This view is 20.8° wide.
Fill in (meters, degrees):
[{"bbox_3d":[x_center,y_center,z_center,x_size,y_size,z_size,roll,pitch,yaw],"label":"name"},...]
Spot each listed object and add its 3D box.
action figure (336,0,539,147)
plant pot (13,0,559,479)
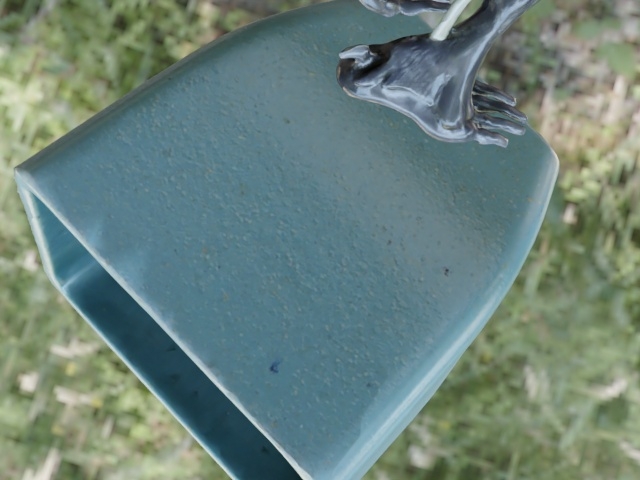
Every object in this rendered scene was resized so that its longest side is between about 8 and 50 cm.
[{"bbox_3d":[0.098,-0.171,0.642,0.141,0.164,0.275,-3,143,-35],"label":"action figure"},{"bbox_3d":[0.000,0.000,1.055,0.248,0.252,0.247,46,166,9],"label":"plant pot"}]
